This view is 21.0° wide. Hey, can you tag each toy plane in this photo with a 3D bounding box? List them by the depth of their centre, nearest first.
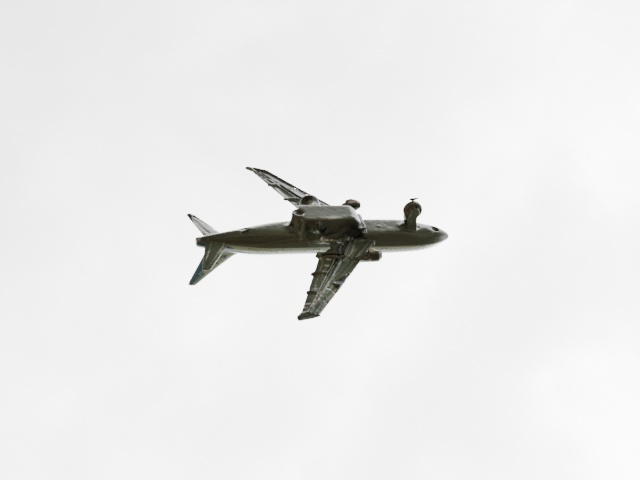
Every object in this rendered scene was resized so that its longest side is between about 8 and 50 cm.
[{"bbox_3d":[-0.002,-0.003,1.450,0.226,0.058,0.226,-9,-144,-9],"label":"toy plane"}]
